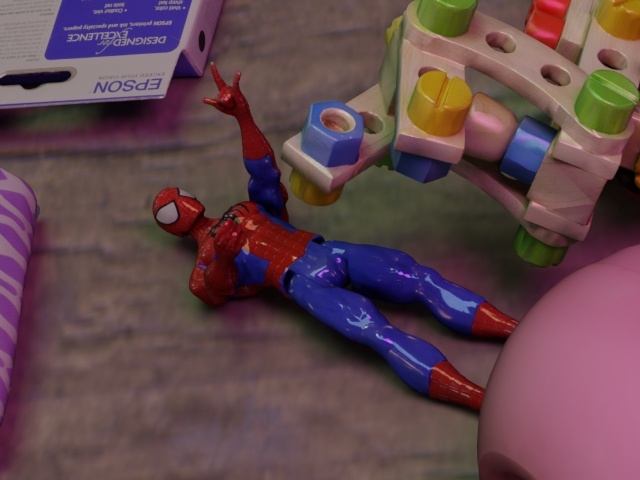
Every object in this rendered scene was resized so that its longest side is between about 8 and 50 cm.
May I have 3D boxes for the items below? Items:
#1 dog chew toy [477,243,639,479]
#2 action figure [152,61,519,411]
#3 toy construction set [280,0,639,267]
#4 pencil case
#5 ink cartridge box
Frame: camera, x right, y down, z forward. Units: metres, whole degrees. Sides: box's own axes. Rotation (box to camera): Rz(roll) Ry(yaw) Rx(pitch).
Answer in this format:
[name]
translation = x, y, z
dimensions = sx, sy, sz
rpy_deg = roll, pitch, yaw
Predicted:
[dog chew toy]
translation = 0.238, 0.061, 0.907
dimensions = 0.332, 0.207, 0.206
rpy_deg = -30, 47, -16
[action figure]
translation = 0.000, 0.000, 1.089
dimensions = 0.280, 0.139, 0.091
rpy_deg = 20, 59, 36
[toy construction set]
translation = 0.124, -0.123, 1.087
dimensions = 0.215, 0.151, 0.328
rpy_deg = 20, 57, 2
[pencil case]
translation = -0.222, 0.044, 1.169
dimensions = 0.088, 0.086, 0.206
rpy_deg = -38, 34, 36
[ink cartridge box]
translation = -0.169, -0.154, 1.341
dimensions = 0.206, 0.045, 0.208
rpy_deg = -1, 50, 20
